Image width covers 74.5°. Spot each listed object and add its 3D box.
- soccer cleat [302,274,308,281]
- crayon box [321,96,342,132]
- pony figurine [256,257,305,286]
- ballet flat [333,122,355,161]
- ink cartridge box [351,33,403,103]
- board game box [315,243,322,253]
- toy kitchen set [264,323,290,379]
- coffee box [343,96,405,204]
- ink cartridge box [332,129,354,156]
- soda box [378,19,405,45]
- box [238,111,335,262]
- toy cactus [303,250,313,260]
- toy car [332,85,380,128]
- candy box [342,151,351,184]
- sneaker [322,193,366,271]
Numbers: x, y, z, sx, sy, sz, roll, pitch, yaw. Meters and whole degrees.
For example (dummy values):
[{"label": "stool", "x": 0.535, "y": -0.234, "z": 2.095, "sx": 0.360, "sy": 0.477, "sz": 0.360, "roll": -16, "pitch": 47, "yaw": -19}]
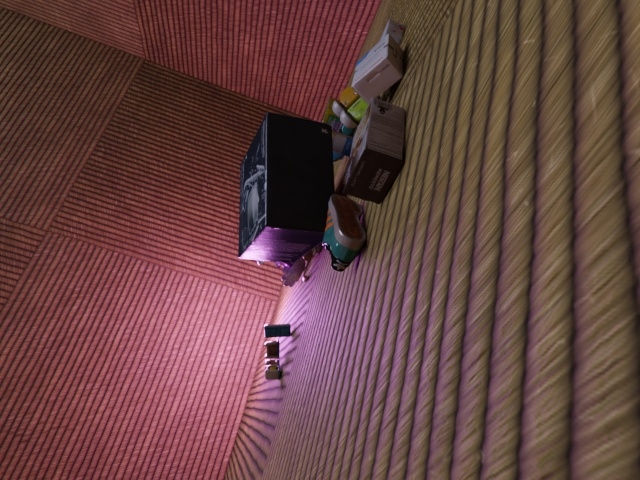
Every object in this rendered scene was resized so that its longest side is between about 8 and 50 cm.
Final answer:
[{"label": "soccer cleat", "x": -0.073, "y": 0.183, "z": 2.011, "sx": 0.083, "sy": 0.029, "sz": 0.035, "roll": 175, "pitch": 104, "yaw": -86}, {"label": "crayon box", "x": 0.082, "y": -0.584, "z": 2.204, "sx": 0.081, "sy": 0.165, "sz": 0.278, "roll": 177, "pitch": 111, "yaw": -83}, {"label": "pony figurine", "x": -0.184, "y": 0.039, "z": 2.257, "sx": 0.351, "sy": 0.303, "sz": 0.363, "roll": -53, "pitch": -9, "yaw": 0}, {"label": "ballet flat", "x": 0.118, "y": -0.505, "z": 2.074, "sx": 0.280, "sy": 0.095, "sz": 0.096, "roll": -62, "pitch": -3, "yaw": 0}, {"label": "ink cartridge box", "x": 0.189, "y": -0.560, "z": 1.374, "sx": 0.148, "sy": 0.086, "sz": 0.203, "roll": -31, "pitch": 32, "yaw": 35}, {"label": "board game box", "x": 0.000, "y": 0.000, "z": 1.922, "sx": 0.090, "sy": 0.020, "sz": 0.090, "roll": -84, "pitch": 13, "yaw": -62}, {"label": "toy kitchen set", "x": -0.190, "y": 0.496, "z": 1.893, "sx": 0.166, "sy": 0.122, "sz": 0.207, "roll": -163, "pitch": 71, "yaw": -83}, {"label": "coffee box", "x": 0.137, "y": -0.228, "z": 1.053, "sx": 0.141, "sy": 0.098, "sz": 0.246, "roll": 115, "pitch": 171, "yaw": -46}, {"label": "ink cartridge box", "x": 0.040, "y": -0.464, "z": 1.927, "sx": 0.134, "sy": 0.231, "sz": 0.078, "roll": -89, "pitch": 18, "yaw": -68}, {"label": "soda box", "x": 0.251, "y": -0.736, "z": 1.634, "sx": 0.216, "sy": 0.069, "sz": 0.074, "roll": 121, "pitch": 166, "yaw": -65}, {"label": "box", "x": -0.160, "y": -0.196, "z": 1.799, "sx": 0.472, "sy": 0.297, "sz": 0.480, "roll": 145, "pitch": 127, "yaw": -60}, {"label": "toy cactus", "x": -0.056, "y": 0.027, "z": 2.018, "sx": 0.180, "sy": 0.112, "sz": 0.219, "roll": -94, "pitch": 19, "yaw": -47}, {"label": "toy car", "x": 0.145, "y": -0.482, "z": 1.534, "sx": 0.159, "sy": 0.136, "sz": 0.182, "roll": -42, "pitch": 47, "yaw": 17}, {"label": "candy box", "x": 0.134, "y": -0.332, "z": 1.684, "sx": 0.105, "sy": 0.027, "sz": 0.206, "roll": 116, "pitch": 170, "yaw": -65}, {"label": "sneaker", "x": 0.054, "y": -0.029, "z": 1.170, "sx": 0.302, "sy": 0.108, "sz": 0.121, "roll": -87, "pitch": 21, "yaw": -61}]
